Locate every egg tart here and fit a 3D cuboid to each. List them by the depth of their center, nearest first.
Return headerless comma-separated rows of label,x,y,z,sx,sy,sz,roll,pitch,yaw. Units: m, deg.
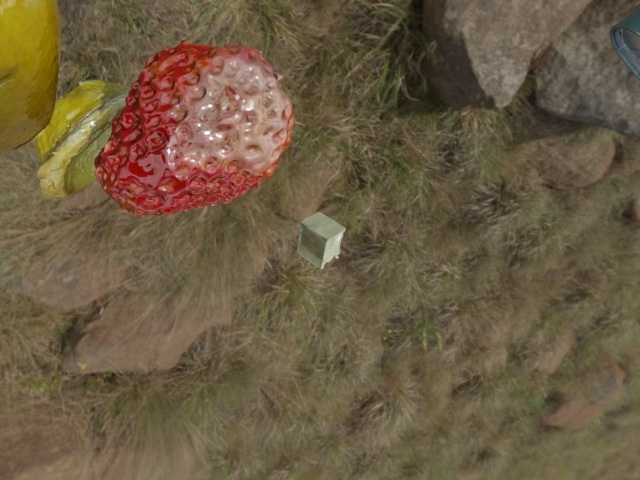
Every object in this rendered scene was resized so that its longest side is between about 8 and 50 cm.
egg tart,-0.464,-0.220,0.876,0.120,0.315,0.315,42,100,-14

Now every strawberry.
strawberry,-0.184,-0.163,0.700,0.336,0.149,0.265,-44,127,-19

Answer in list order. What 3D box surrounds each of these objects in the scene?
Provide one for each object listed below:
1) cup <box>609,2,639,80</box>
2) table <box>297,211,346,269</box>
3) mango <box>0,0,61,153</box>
cup,0.496,-0.270,0.537,0.173,0.167,0.299,-42,157,25
table,0.000,0.000,0.920,0.062,0.079,0.083,-31,144,-41
mango,-0.309,-0.172,0.309,0.253,0.365,0.182,28,77,-9
